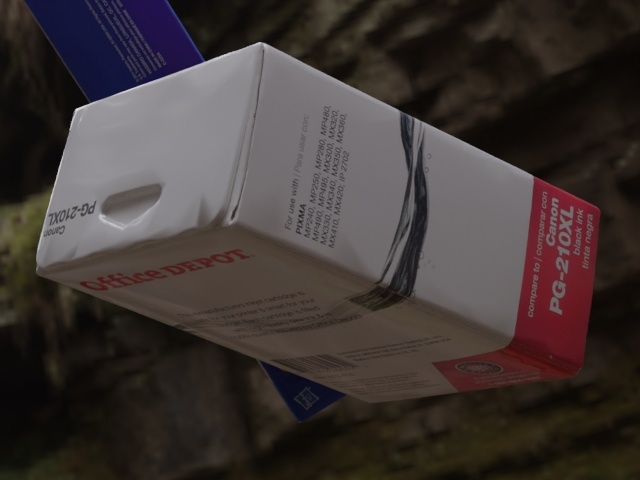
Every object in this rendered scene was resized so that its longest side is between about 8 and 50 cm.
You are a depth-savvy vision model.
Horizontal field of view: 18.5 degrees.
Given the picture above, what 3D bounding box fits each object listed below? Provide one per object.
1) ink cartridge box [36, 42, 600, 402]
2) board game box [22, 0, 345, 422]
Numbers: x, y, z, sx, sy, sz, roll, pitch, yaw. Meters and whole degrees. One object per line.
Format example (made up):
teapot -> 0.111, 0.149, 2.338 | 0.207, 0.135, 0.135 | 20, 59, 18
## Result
ink cartridge box -> 0.000, 0.000, 1.017 | 0.237, 0.100, 0.172 | 24, -23, -35
board game box -> -0.086, -0.062, 1.368 | 0.078, 0.347, 0.233 | -33, 13, 0
